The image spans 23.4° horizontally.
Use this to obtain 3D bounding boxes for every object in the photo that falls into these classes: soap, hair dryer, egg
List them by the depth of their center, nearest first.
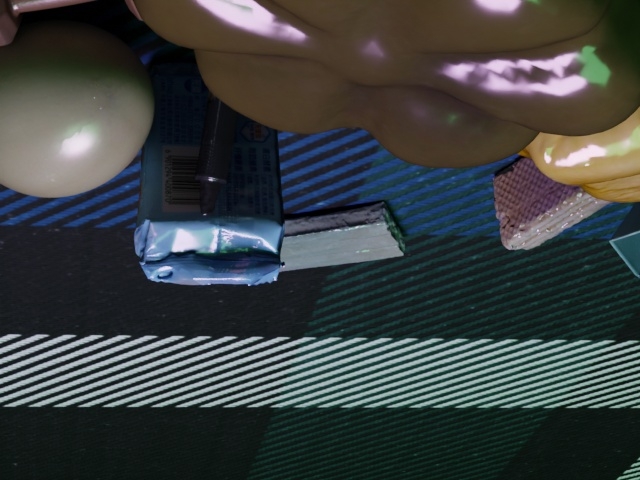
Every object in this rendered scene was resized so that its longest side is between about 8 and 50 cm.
[{"bbox_3d":[-0.085,-0.147,1.585,0.128,0.255,0.070,11,174,-33],"label":"hair dryer"},{"bbox_3d":[-0.275,-0.138,1.619,0.242,0.186,0.186,-1,162,45],"label":"egg"},{"bbox_3d":[-0.118,-0.074,1.659,0.156,0.293,0.077,3,138,-6],"label":"soap"}]

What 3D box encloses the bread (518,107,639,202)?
[{"bbox_3d":[0.344,-0.183,1.549,0.394,0.250,0.361,-13,171,27],"label":"bread"}]

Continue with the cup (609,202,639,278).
[{"bbox_3d":[0.461,-0.059,1.815,0.134,0.235,0.148,15,154,45],"label":"cup"}]

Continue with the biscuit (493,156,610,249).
[{"bbox_3d":[0.310,-0.076,1.920,0.062,0.108,0.239,13,148,-33],"label":"biscuit"}]

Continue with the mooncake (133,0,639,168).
[{"bbox_3d":[0.063,-0.248,1.293,0.467,0.262,0.467,12,165,3],"label":"mooncake"}]

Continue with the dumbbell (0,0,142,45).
[{"bbox_3d":[-0.251,-0.250,1.527,0.231,0.092,0.082,-9,124,8],"label":"dumbbell"}]

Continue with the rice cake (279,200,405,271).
[{"bbox_3d":[0.000,0.000,2.105,0.211,0.038,0.124,-10,153,13],"label":"rice cake"}]
